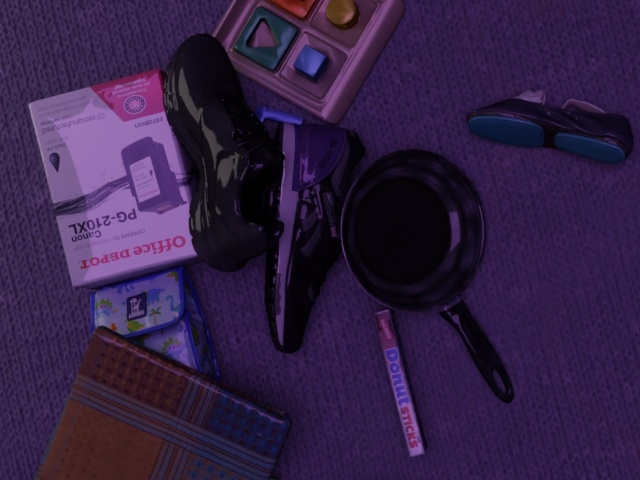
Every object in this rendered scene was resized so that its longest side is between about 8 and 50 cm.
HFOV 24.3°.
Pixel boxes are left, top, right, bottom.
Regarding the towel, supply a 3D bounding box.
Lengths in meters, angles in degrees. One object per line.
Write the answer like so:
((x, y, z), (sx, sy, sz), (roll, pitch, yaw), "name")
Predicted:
((-0.216, 0.315, 1.805), (0.271, 0.040, 0.370), (25, 107, 6), "towel")

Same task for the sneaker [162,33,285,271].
((-0.100, -0.112, 1.766), (0.130, 0.109, 0.286), (-19, 84, 50), "sneaker")

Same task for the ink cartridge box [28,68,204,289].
((-0.242, -0.072, 1.841), (0.172, 0.100, 0.237), (-14, 87, 5), "ink cartridge box")

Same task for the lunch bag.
((-0.208, 0.119, 1.833), (0.129, 0.096, 0.151), (-16, 83, 10), "lunch bag")

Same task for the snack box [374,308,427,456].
((0.098, 0.172, 1.815), (0.022, 0.064, 0.178), (-15, 87, 7), "snack box")

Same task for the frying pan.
((0.156, 0.027, 1.818), (0.326, 0.053, 0.197), (40, 74, -19), "frying pan")

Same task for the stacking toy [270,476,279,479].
((-0.046, 0.383, 1.780), (0.221, 0.052, 0.167), (19, 89, 41), "stacking toy")

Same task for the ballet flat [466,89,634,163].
((0.282, -0.144, 1.812), (0.203, 0.074, 0.074), (13, 89, 12), "ballet flat")

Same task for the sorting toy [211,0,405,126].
((-0.019, -0.268, 1.852), (0.196, 0.047, 0.347), (30, 91, 6), "sorting toy")

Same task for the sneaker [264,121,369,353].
((0.000, 0.000, 1.815), (0.124, 0.107, 0.283), (4, 94, -8), "sneaker")
